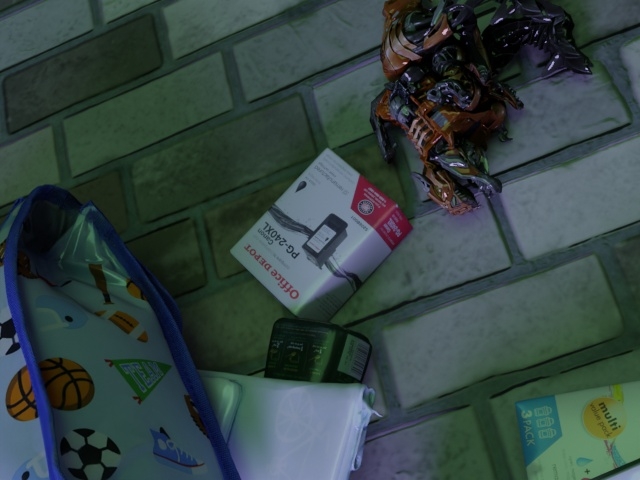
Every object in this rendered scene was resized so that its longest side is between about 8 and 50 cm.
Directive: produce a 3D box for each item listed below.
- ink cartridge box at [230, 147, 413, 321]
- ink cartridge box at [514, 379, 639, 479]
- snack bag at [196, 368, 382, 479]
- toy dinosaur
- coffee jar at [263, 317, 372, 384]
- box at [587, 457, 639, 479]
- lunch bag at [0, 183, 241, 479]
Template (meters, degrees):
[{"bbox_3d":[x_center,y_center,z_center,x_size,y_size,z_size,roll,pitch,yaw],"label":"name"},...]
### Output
[{"bbox_3d":[0.000,0.000,0.970,0.150,0.063,0.109,-47,61,-2],"label":"ink cartridge box"},{"bbox_3d":[0.265,0.174,0.800,0.181,0.061,0.104,-13,66,16],"label":"ink cartridge box"},{"bbox_3d":[-0.111,0.271,0.845,0.342,0.037,0.323,-3,66,47],"label":"snack bag"},{"bbox_3d":[0.131,-0.192,0.958,0.218,0.164,0.322,-25,83,28],"label":"toy dinosaur"},{"bbox_3d":[-0.018,0.170,0.899,0.096,0.079,0.184,5,71,31],"label":"coffee jar"},{"bbox_3d":[0.191,0.304,0.689,0.262,0.127,0.231,-29,71,19],"label":"box"},{"bbox_3d":[-0.279,0.176,0.874,0.328,0.239,0.385,-46,50,16],"label":"lunch bag"}]
